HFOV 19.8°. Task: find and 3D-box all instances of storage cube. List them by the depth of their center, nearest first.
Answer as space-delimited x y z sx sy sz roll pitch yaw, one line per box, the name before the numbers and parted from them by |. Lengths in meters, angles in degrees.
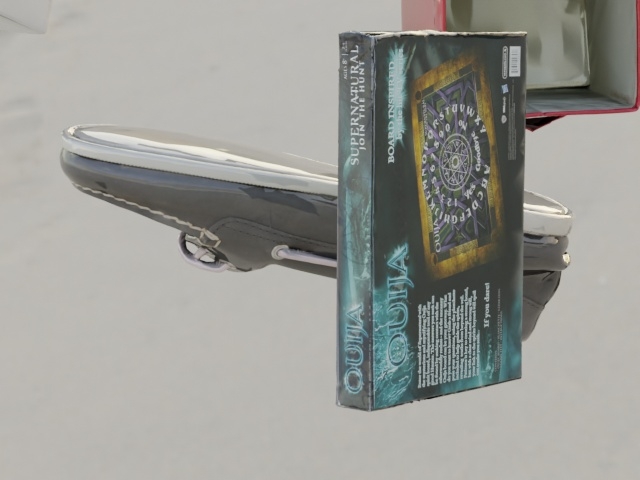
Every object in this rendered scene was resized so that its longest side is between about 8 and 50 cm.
storage cube | 0.180 -0.216 1.706 0.183 0.215 0.193 -4 12 -9

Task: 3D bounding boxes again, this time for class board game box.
board game box | 0.058 -0.013 0.935 0.026 0.186 0.126 6 8 43

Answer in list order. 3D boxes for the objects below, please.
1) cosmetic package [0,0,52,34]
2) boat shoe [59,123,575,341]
cosmetic package | -0.256 -0.340 1.234 0.155 0.366 0.197 11 -4 26
boat shoe | 0.000 0.000 1.125 0.335 0.096 0.112 9 12 -19
